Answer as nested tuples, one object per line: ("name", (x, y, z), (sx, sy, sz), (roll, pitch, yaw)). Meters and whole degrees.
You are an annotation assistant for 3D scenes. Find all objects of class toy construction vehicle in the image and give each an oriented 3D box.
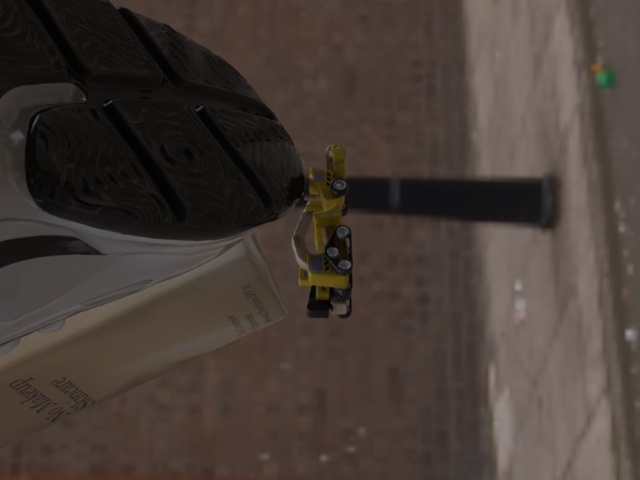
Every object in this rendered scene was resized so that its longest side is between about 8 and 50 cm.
("toy construction vehicle", (0.000, 0.000, 0.887), (0.086, 0.035, 0.098), (88, 180, -56))

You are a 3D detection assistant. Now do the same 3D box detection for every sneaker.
("sneaker", (-0.215, 0.016, 0.806), (0.169, 0.447, 0.257), (53, 125, 16))

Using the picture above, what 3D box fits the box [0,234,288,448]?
("box", (-0.194, 0.047, 1.043), (0.148, 0.311, 0.121), (61, -176, -69))
